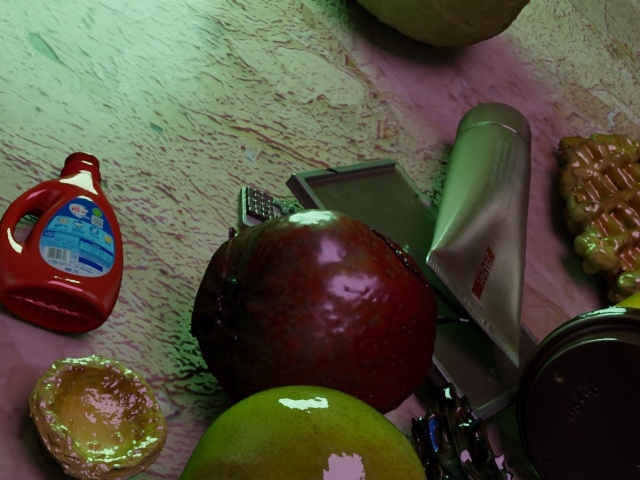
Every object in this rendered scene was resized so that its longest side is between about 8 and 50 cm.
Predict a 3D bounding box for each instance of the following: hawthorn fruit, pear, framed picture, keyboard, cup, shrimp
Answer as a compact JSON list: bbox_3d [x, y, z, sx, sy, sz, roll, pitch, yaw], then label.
[{"bbox_3d":[0.022,0.067,0.992,0.235,0.181,0.181,10,47,-30],"label":"hawthorn fruit"},{"bbox_3d":[0.000,0.191,0.868,0.216,0.166,0.180,22,70,-56],"label":"pear"},{"bbox_3d":[0.104,0.037,1.208,0.281,0.019,0.209,54,30,15],"label":"framed picture"},{"bbox_3d":[0.000,0.000,1.173,0.166,0.017,0.055,24,40,-24],"label":"keyboard"},{"bbox_3d":[0.303,0.133,1.189,0.196,0.196,0.280,49,29,8],"label":"cup"},{"bbox_3d":[0.189,0.210,0.999,0.290,0.222,0.054,63,6,34],"label":"shrimp"}]

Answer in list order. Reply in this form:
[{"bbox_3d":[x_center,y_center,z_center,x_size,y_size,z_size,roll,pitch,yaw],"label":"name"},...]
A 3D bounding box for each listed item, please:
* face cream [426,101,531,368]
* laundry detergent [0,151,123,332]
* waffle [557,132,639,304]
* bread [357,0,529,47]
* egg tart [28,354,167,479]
[{"bbox_3d":[0.162,-0.024,1.273,0.137,0.084,0.341,49,29,-20],"label":"face cream"},{"bbox_3d":[-0.196,-0.008,0.978,0.097,0.049,0.165,21,39,-22],"label":"laundry detergent"},{"bbox_3d":[0.399,0.002,1.499,0.302,0.068,0.325,26,41,-21],"label":"waffle"},{"bbox_3d":[0.129,-0.376,1.499,0.320,0.237,0.320,17,34,-12],"label":"bread"},{"bbox_3d":[-0.155,0.127,0.884,0.105,0.039,0.105,25,40,-23],"label":"egg tart"}]
